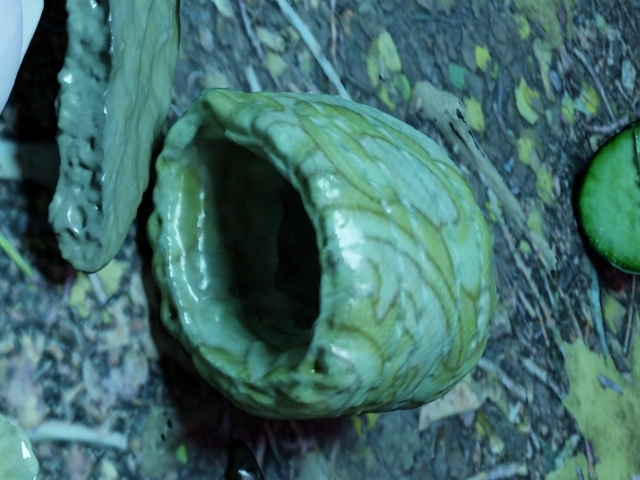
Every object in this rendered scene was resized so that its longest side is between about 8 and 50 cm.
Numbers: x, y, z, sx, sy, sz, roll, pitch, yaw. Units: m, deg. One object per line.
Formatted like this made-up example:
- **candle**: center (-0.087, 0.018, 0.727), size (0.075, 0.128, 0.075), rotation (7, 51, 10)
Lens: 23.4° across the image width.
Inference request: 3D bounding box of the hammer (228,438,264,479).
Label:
- **hammer**: center (-0.019, 0.191, 0.806), size (0.065, 0.021, 0.178), rotation (-15, 89, -51)

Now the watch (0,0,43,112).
- **watch**: center (-0.239, -0.038, 0.496), size (0.217, 0.211, 0.248), rotation (36, 59, -27)

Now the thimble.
- **thimble**: center (0.000, 0.000, 0.807), size (0.143, 0.137, 0.191), rotation (3, 65, -51)

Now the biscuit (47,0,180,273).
- **biscuit**: center (-0.097, -0.118, 0.758), size (0.133, 0.032, 0.250), rotation (-49, 142, -72)

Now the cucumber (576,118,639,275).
- **cucumber**: center (0.277, -0.055, 1.227), size (0.244, 0.063, 0.115), rotation (-25, 104, -52)

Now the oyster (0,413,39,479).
- **oyster**: center (-0.188, 0.202, 0.527), size (0.166, 0.110, 0.341), rotation (33, 51, -46)
